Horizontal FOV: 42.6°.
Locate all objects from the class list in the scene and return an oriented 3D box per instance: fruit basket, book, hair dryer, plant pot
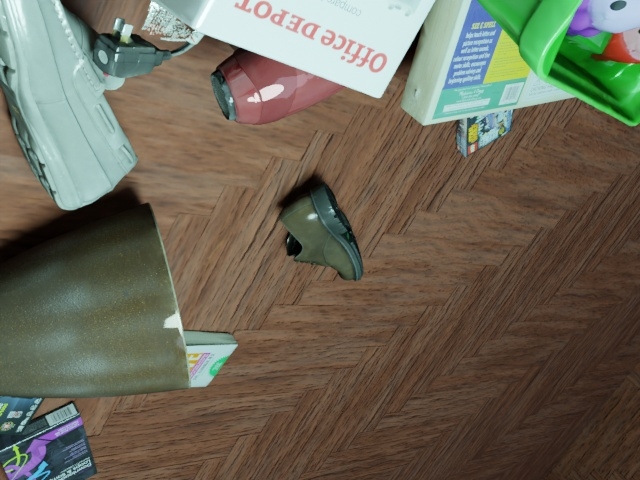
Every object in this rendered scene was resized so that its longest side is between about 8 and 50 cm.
[{"bbox_3d":[0.356,-0.234,0.766,0.392,0.392,0.283,9,120,-48],"label":"fruit basket"},{"bbox_3d":[-0.202,0.175,1.194,0.144,0.035,0.096,8,125,-49],"label":"book"},{"bbox_3d":[-0.032,-0.192,0.737,0.294,0.080,0.223,2,144,-48],"label":"hair dryer"},{"bbox_3d":[-0.279,0.087,0.903,0.231,0.215,0.215,-13,137,-14],"label":"plant pot"}]

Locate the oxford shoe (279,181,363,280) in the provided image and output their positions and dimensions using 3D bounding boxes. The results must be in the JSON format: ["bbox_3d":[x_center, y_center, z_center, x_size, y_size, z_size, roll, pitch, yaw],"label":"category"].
[{"bbox_3d":[0.000,0.000,1.178,0.096,0.082,0.227,-24,145,7],"label":"oxford shoe"}]

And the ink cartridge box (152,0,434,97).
[{"bbox_3d":[0.017,-0.264,0.580,0.207,0.117,0.283,8,117,-48],"label":"ink cartridge box"}]

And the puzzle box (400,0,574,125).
[{"bbox_3d":[0.298,-0.299,1.030,0.409,0.052,0.272,-15,136,-33],"label":"puzzle box"}]

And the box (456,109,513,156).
[{"bbox_3d":[0.248,-0.200,1.235,0.094,0.027,0.137,-31,143,-15],"label":"box"}]

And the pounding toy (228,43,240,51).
[{"bbox_3d":[0.016,-0.280,0.874,0.206,0.094,0.181,-7,132,-40],"label":"pounding toy"}]

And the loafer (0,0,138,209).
[{"bbox_3d":[-0.239,-0.162,0.750,0.111,0.112,0.319,-33,151,-22],"label":"loafer"}]

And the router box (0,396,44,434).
[{"bbox_3d":[-0.389,0.186,1.016,0.092,0.038,0.122,15,116,-49],"label":"router box"}]

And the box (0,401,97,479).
[{"bbox_3d":[-0.382,0.305,1.153,0.116,0.029,0.162,-24,142,-24],"label":"box"}]

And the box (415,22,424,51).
[{"bbox_3d":[0.246,-0.341,1.048,0.257,0.079,0.322,-28,142,-23],"label":"box"}]
